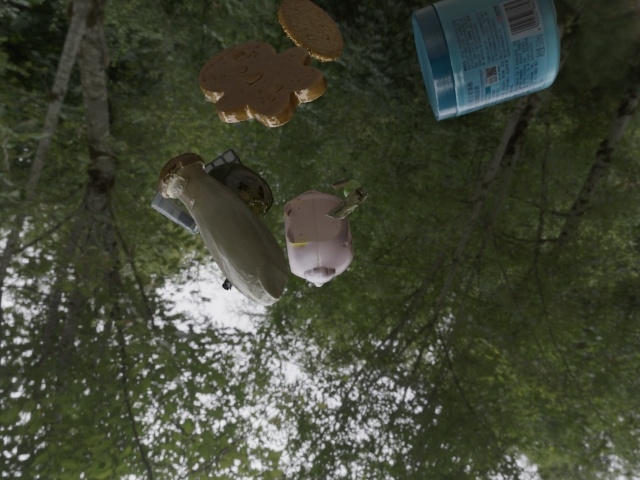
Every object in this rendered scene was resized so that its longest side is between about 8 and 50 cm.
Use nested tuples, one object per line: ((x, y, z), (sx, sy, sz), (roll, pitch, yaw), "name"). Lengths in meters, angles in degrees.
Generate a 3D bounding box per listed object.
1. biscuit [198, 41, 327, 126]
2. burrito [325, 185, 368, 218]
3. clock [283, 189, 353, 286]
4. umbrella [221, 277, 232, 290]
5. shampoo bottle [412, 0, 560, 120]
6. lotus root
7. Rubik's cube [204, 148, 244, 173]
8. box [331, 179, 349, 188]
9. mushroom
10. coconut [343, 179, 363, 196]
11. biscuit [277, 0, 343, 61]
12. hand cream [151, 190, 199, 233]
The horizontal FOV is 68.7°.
((-0.152, -0.379, 1.124), (0.355, 0.275, 0.052), (31, 157, 34), "biscuit")
((0.080, -0.105, 1.385), (0.041, 0.149, 0.055), (25, 153, 54), "burrito")
((0.000, 0.000, 1.829), (0.250, 0.369, 0.377), (-6, 155, -1), "clock")
((-0.282, 0.102, 1.532), (0.040, 0.144, 0.037), (24, -160, -7), "umbrella")
((0.477, -0.564, 1.386), (0.342, 0.331, 0.331), (-14, -169, 13), "shampoo bottle")
((-0.245, -0.148, 1.390), (0.160, 0.152, 0.275), (-37, -139, -14), "lotus root")
((-0.355, -0.179, 1.808), (0.238, 0.237, 0.237), (54, 178, 2), "Rubik's cube")
((0.060, -0.171, 1.421), (0.046, 0.012, 0.083), (-17, -167, -2), "box")
((-0.184, -0.024, 0.918), (0.350, 0.128, 0.128), (48, -157, 7), "mushroom")
((0.141, -0.212, 1.964), (0.087, 0.088, 0.096), (6, -152, -32), "coconut")
((-0.030, -0.683, 1.514), (0.253, 0.035, 0.254), (18, -123, -30), "biscuit")
((-0.592, -0.114, 1.914), (0.255, 0.079, 0.048), (34, -171, 17), "hand cream")
